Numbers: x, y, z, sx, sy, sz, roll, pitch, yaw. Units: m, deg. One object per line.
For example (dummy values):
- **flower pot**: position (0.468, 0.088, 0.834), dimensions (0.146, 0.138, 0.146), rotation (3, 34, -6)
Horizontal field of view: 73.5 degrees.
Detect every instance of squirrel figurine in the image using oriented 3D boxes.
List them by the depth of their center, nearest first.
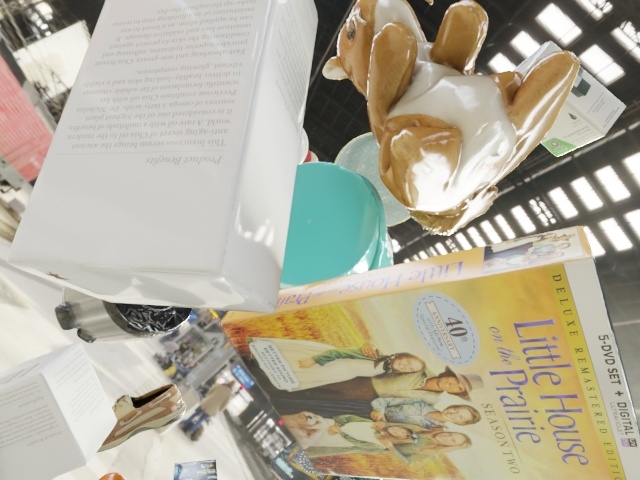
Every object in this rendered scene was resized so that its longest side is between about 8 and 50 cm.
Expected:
- **squirrel figurine**: position (0.160, -0.219, 0.744), dimensions (0.370, 0.281, 0.397), rotation (55, -3, 30)

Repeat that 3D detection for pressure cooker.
- **pressure cooker**: position (-0.700, 0.186, 1.538), dimensions (0.420, 0.376, 0.370), rotation (-15, -35, 36)

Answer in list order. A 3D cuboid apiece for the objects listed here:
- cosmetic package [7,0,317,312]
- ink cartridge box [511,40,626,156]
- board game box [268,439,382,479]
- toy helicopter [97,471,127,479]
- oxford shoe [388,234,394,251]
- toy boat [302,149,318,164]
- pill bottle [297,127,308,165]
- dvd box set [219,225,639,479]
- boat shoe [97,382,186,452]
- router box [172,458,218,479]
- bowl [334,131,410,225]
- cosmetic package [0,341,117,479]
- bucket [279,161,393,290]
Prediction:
- **cosmetic package**: position (-0.149, -0.156, 0.522), dimensions (0.230, 0.454, 0.161), rotation (2, -21, 14)
- **ink cartridge box**: position (0.498, -0.295, 0.916), dimensions (0.208, 0.087, 0.153), rotation (40, -8, -1)
- **board game box**: position (0.004, 0.433, 0.800), dimensions (0.186, 0.126, 0.026), rotation (16, -53, 48)
- **toy helicopter**: position (-0.297, 0.308, 0.448), dimensions (0.355, 0.140, 0.235), rotation (46, 22, -4)
- **oxford shoe**: position (0.195, -0.134, 1.787), dimensions (0.130, 0.169, 0.449), rotation (-26, -79, 31)
- **toy boat**: position (-0.109, -0.230, 1.539), dimensions (0.151, 0.231, 0.151), rotation (28, 5, -15)
- **pill bottle**: position (-0.131, -0.311, 1.346), dimensions (0.176, 0.176, 0.318), rotation (59, 5, -24)
- **dvd box set**: position (0.116, 0.171, 0.513), dimensions (0.420, 0.062, 0.308), rotation (-14, -66, 30)
- **boat shoe**: position (-0.581, 0.523, 1.295), dimensions (0.122, 0.323, 0.120), rotation (11, -68, 61)
- **router box**: position (-0.356, 0.670, 1.216), dimensions (0.092, 0.122, 0.038), rotation (-155, -111, -72)
- **bowl**: position (0.193, -0.204, 1.320), dimensions (0.289, 0.156, 0.290), rotation (8, -62, 16)
- **cosmetic package**: position (-0.498, 0.313, 0.773), dimensions (0.151, 0.151, 0.184), rotation (-134, -156, -81)
- **bucket**: position (0.000, 0.000, 0.810), dimensions (0.281, 0.281, 0.183), rotation (39, -10, 24)
